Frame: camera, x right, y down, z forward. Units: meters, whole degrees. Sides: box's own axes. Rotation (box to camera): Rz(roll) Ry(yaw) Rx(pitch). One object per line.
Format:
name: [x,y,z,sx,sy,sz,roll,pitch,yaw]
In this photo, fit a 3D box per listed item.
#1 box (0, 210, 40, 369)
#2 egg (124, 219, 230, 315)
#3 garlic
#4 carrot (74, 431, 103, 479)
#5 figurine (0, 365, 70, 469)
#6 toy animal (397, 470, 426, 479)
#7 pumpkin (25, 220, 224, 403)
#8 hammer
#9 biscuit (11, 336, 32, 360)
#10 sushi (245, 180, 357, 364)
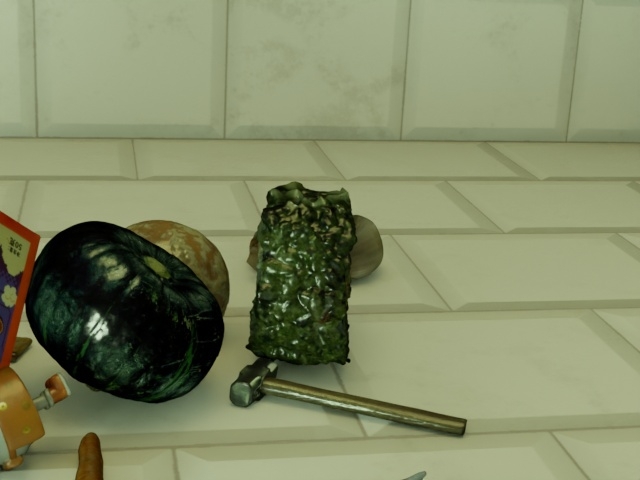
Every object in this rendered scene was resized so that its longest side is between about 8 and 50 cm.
box: [-0.645,0.050,1.575,0.319,0.256,0.349,-4,-26,27]
egg: [-0.270,0.063,1.988,0.245,0.203,0.203,37,31,20]
garlic: [-0.001,0.001,2.379,0.279,0.132,0.325,20,28,22]
carrot: [-0.304,0.312,1.482,0.043,0.043,0.248,-1,16,-11]
figurine: [-0.461,0.261,1.502,0.143,0.143,0.271,19,51,41]
toy animal: [0.064,0.352,1.329,0.367,0.081,0.206,11,30,23]
pumpkin: [-0.305,0.124,1.728,0.315,0.238,0.315,33,6,-4]
hammer: [0.045,0.252,1.740,0.366,0.043,0.111,10,18,15]
biscuit: [-0.538,0.179,1.893,0.083,0.018,0.081,5,17,5]
sushi: [-0.027,0.049,1.930,0.178,0.294,0.352,4,10,0]
